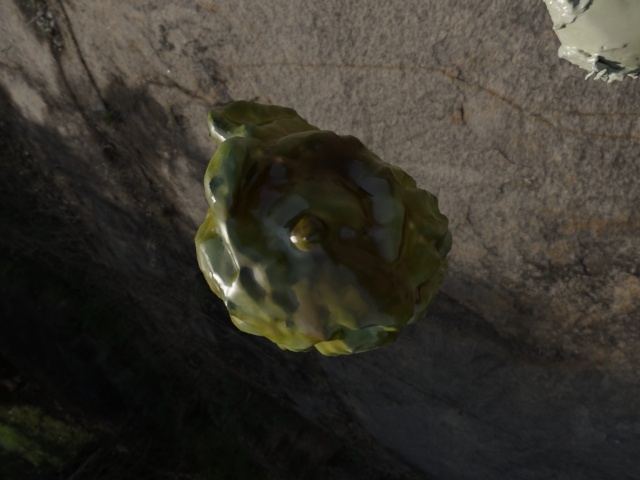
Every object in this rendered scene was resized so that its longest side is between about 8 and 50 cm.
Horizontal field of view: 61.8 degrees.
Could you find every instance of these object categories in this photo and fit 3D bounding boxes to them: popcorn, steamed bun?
[{"bbox_3d":[-0.009,-0.003,0.663,0.336,0.274,0.279,18,114,5],"label":"popcorn"},{"bbox_3d":[0.480,-0.365,0.742,0.312,0.334,0.232,-17,95,41],"label":"steamed bun"}]
